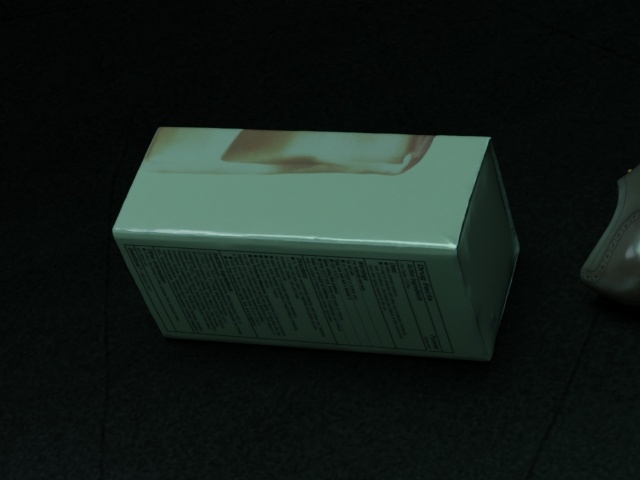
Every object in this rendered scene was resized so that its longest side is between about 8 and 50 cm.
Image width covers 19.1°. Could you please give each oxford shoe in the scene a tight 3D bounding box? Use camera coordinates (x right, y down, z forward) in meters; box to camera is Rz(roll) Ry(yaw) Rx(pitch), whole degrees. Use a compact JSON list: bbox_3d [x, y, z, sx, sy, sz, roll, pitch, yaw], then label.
[{"bbox_3d":[0.298,-0.060,1.572,0.098,0.097,0.271,10,52,33],"label":"oxford shoe"}]

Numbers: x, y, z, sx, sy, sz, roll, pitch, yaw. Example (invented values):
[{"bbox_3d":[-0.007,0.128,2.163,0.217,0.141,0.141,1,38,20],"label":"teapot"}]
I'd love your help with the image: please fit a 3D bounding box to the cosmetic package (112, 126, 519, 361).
[{"bbox_3d":[0.000,0.000,1.572,0.296,0.153,0.129,4,51,20],"label":"cosmetic package"}]
